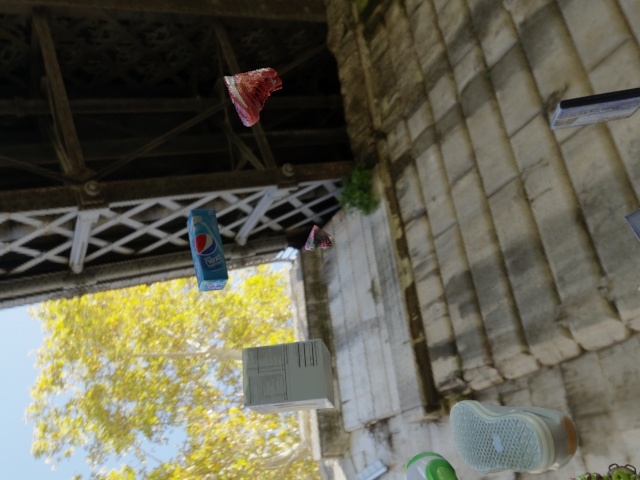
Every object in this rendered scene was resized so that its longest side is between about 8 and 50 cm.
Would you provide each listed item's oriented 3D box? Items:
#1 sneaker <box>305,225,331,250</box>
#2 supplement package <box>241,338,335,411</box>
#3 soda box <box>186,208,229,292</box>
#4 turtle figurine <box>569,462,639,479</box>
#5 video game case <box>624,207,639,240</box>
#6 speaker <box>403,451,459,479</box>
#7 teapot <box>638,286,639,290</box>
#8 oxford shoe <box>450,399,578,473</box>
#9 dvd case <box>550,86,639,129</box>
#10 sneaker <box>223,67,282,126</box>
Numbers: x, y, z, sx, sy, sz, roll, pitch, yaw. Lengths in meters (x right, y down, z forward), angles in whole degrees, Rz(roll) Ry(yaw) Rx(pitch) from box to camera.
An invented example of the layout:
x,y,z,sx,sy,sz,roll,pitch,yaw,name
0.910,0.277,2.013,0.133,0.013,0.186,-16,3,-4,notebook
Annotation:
x,y,z,sx,sy,sz,roll,pitch,yaw,name
0.000,0.000,1.297,0.057,0.047,0.119,27,-163,-1,sneaker
-0.078,0.354,1.461,0.203,0.194,0.149,-8,-113,5,supplement package
-0.295,0.024,1.484,0.067,0.071,0.210,-4,-118,-25,soda box
0.817,0.636,1.507,0.270,0.217,0.087,8,-111,15,turtle figurine
1.028,-0.015,1.628,0.026,0.196,0.274,30,-144,-41,video game case
0.264,0.577,1.186,0.131,0.131,0.296,24,-168,-15,speaker
0.956,0.194,1.400,0.256,0.253,0.187,23,-112,-41,teapot
0.435,0.457,1.339,0.130,0.449,0.169,-4,-103,-16,oxford shoe
0.624,-0.294,1.288,0.253,0.181,0.022,-1,-96,-72,dvd case
-0.145,-0.349,1.321,0.128,0.087,0.221,-23,-137,-5,sneaker
